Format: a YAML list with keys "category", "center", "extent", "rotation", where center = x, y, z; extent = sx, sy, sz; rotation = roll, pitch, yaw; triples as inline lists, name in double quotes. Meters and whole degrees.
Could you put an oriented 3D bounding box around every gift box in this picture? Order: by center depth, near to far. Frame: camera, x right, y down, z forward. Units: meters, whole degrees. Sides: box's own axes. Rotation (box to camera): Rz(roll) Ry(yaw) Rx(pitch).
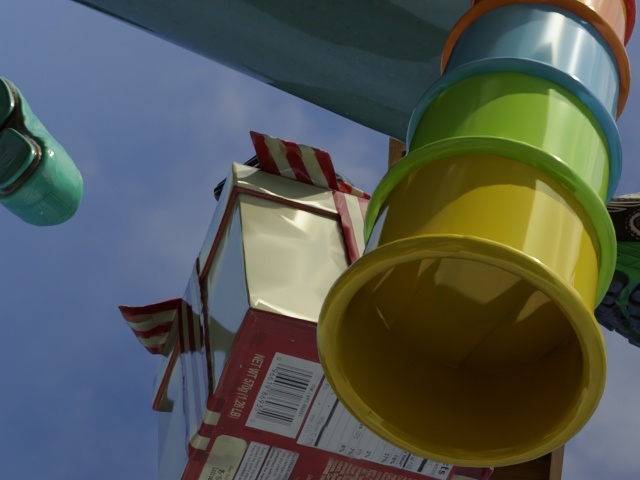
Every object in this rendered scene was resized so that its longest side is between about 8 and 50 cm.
- category: "gift box"
  center: [-0.010, 0.087, 1.169]
  extent: [0.258, 0.276, 0.255]
  rotation: [-100, -147, -62]

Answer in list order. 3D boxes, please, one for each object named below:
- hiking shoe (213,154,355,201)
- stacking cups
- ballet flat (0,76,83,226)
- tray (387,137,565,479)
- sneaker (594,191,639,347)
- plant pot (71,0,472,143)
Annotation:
- category: "hiking shoe"
  center: [0.000, 0.000, 1.437]
  extent: [0.113, 0.132, 0.304]
  rotation: [-40, -155, 0]
- category: "stacking cups"
  center: [0.076, -0.055, 0.595]
  extent: [0.096, 0.096, 0.316]
  rotation: [-22, -151, 29]
- category: "ballet flat"
  center: [-0.273, -0.074, 1.342]
  extent: [0.083, 0.087, 0.247]
  rotation: [-44, -145, -1]
- category: "tray"
  center: [0.168, 0.077, 1.565]
  extent: [0.202, 0.411, 0.076]
  rotation: [5, -153, 8]
- category: "sneaker"
  center: [0.288, -0.009, 0.746]
  extent: [0.343, 0.134, 0.146]
  rotation: [-3, -109, 10]
- category: "plant pot"
  center: [-0.029, -0.242, 0.869]
  extent: [0.341, 0.334, 0.341]
  rotation: [-63, -179, 2]
